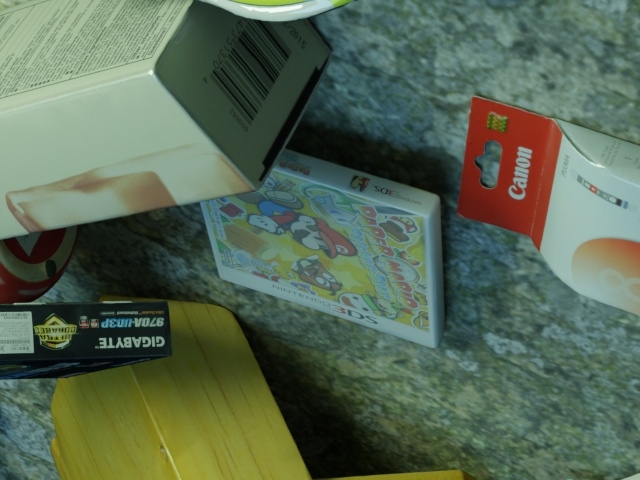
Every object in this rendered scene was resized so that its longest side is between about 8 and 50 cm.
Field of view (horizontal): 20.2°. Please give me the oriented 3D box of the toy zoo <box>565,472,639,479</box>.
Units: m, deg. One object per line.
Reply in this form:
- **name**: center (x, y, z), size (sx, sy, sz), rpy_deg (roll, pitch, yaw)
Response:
- **toy zoo**: center (0.343, 0.296, 1.633), size (0.293, 0.030, 0.192), rpy_deg (31, 146, -5)

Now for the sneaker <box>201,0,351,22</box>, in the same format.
- **sneaker**: center (-0.070, -0.224, 1.180), size (0.300, 0.111, 0.121), rpy_deg (7, 137, 24)

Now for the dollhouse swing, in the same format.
- **dollhouse swing**: center (-0.058, 0.210, 1.773), size (0.315, 0.305, 0.347), rpy_deg (63, 154, 23)

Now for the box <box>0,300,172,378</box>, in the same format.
- **box**: center (-0.254, 0.088, 1.549), size (0.175, 0.051, 0.220), rpy_deg (1, 171, -32)

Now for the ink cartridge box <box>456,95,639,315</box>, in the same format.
- **ink cartridge box**: center (0.184, -0.022, 1.319), size (0.179, 0.045, 0.145), rpy_deg (17, 144, 11)

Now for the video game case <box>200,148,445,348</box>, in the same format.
- **video game case**: center (0.000, 0.000, 1.459), size (0.206, 0.026, 0.227), rpy_deg (17, 153, 14)

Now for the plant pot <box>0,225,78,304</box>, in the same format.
- **plant pot**: center (-0.315, -0.030, 1.529), size (0.174, 0.191, 0.191), rpy_deg (-5, 134, 29)

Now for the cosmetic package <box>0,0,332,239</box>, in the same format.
- **cosmetic package**: center (-0.158, -0.107, 1.349), size (0.296, 0.153, 0.129), rpy_deg (-7, 134, 42)
